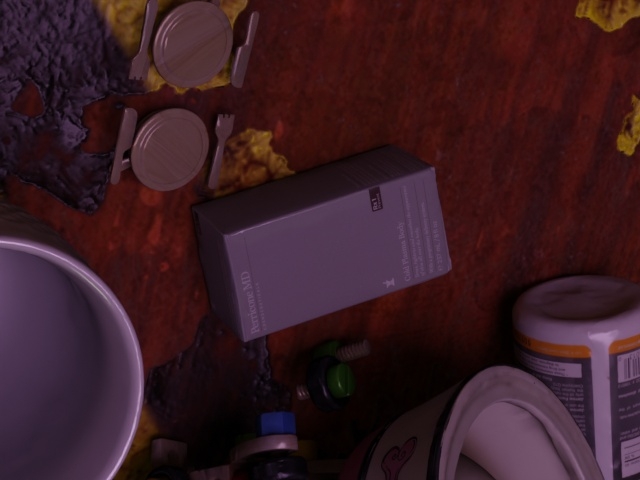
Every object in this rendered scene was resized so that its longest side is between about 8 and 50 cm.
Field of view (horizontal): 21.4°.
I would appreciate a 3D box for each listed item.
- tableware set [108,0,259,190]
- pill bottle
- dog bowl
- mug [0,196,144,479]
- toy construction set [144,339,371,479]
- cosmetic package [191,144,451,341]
[{"bbox_3d":[-0.143,-0.144,1.652,0.128,0.039,0.194,2,111,-36],"label":"tableware set"},{"bbox_3d":[0.299,0.191,1.880,0.162,0.162,0.278,-13,111,-20],"label":"pill bottle"},{"bbox_3d":[0.157,0.336,1.675,0.408,0.150,0.408,32,50,-47],"label":"dog bowl"},{"bbox_3d":[-0.372,0.071,1.452,0.374,0.328,0.276,18,97,-27],"label":"mug"},{"bbox_3d":[-0.050,0.296,1.743,0.257,0.237,0.308,-25,96,-61],"label":"toy construction set"},{"bbox_3d":[0.000,0.000,1.722,0.238,0.107,0.127,-21,116,-20],"label":"cosmetic package"}]
